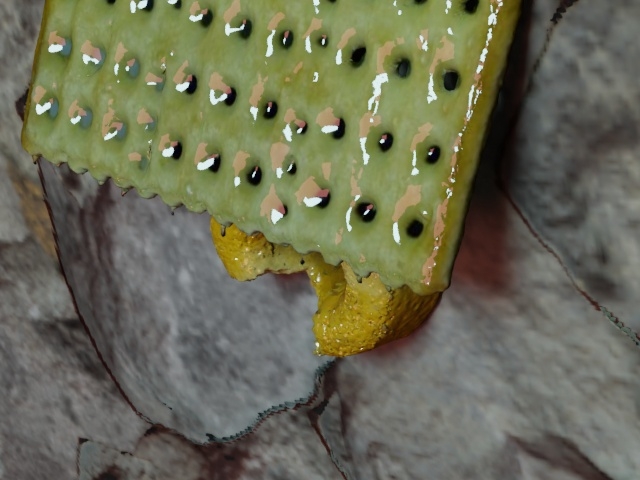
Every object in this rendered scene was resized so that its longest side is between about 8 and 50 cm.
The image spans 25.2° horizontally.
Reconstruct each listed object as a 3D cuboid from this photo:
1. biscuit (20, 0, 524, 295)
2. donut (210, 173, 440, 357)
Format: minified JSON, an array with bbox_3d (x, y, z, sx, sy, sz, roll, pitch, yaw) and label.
[{"bbox_3d":[-0.032,-0.070,0.575,0.231,0.016,0.139,20,102,33],"label":"biscuit"},{"bbox_3d":[0.000,0.000,0.607,0.108,0.043,0.097,36,134,15],"label":"donut"}]
